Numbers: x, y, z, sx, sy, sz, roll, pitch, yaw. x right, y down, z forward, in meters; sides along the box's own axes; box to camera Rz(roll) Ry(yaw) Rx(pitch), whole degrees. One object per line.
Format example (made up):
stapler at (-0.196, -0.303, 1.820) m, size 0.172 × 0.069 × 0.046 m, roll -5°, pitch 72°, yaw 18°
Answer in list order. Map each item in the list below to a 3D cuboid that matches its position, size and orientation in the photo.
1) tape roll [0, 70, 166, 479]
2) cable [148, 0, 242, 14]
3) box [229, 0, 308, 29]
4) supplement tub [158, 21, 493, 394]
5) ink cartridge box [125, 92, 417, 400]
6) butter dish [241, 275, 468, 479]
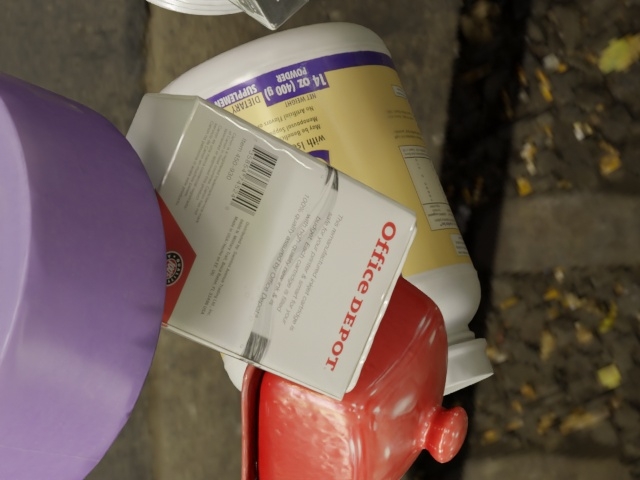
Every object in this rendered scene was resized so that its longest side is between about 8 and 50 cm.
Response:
tape roll at (-0.159, 0.020, 0.629) m, size 0.189 × 0.189 × 0.080 m, roll -41°, pitch 148°, yaw 19°
cable at (-0.144, -0.380, 1.866) m, size 0.257 × 0.257 × 0.089 m, roll 22°, pitch 140°, yaw 7°
box at (-0.023, -0.313, 0.898) m, size 0.242 × 0.076 × 0.307 m, roll -43°, pitch 135°, yaw -7°
supplement tub at (0.000, 0.000, 1.373) m, size 0.241 × 0.331 × 0.241 m, roll -21°, pitch 171°, yaw -3°
ink cartridge box at (-0.034, 0.004, 0.716) m, size 0.135 × 0.056 × 0.099 m, roll 27°, pitch 82°, yaw -33°
butter dish at (0.032, 0.095, 0.919) m, size 0.118 × 0.160 × 0.160 m, roll 24°, pitch 137°, yaw 19°
